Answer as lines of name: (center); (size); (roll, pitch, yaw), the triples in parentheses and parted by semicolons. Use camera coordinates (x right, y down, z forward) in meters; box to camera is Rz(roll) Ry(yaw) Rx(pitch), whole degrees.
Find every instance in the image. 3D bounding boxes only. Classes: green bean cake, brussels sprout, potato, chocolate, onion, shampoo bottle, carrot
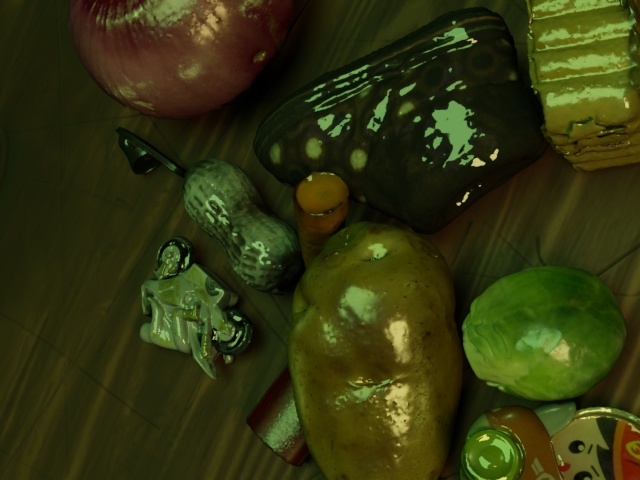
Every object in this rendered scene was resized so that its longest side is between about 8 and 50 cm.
green bean cake: (0.323, -0.207, 1.183); (0.131, 0.224, 0.229); (-8, 75, 22)
brussels sprout: (0.259, 0.110, 1.174); (0.181, 0.144, 0.161); (-33, 66, 18)
potato: (0.066, 0.159, 1.214); (0.176, 0.195, 0.369); (-6, 86, 58)
chocolate: (-0.111, -0.026, 1.431); (0.110, 0.110, 0.248); (-48, 66, 9)
onion: (-0.215, -0.373, 1.474); (0.358, 0.345, 0.358); (-18, 33, 13)
shampoo bottle: (0.013, 0.166, 1.334); (0.102, 0.064, 0.260); (39, 96, 27)
carrot: (0.000, 0.000, 1.325); (0.072, 0.205, 0.072); (0, 52, 0)

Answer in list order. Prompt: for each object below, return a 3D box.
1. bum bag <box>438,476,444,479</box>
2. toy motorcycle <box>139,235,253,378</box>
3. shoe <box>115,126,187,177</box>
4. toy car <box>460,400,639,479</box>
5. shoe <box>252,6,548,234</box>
bum bag: (0.101, 0.326, 1.262); (0.124, 0.034, 0.058); (-8, 69, 24)
toy motorcycle: (-0.196, 0.107, 1.458); (0.152, 0.073, 0.225); (-48, 59, 10)
shoe: (-0.270, -0.123, 1.568); (0.159, 0.062, 0.053); (32, 95, 27)
toy car: (0.283, 0.270, 1.136); (0.235, 0.145, 0.235); (-2, 68, 6)
shoe: (0.101, -0.117, 1.309); (0.384, 0.171, 0.237); (-24, 74, 25)
